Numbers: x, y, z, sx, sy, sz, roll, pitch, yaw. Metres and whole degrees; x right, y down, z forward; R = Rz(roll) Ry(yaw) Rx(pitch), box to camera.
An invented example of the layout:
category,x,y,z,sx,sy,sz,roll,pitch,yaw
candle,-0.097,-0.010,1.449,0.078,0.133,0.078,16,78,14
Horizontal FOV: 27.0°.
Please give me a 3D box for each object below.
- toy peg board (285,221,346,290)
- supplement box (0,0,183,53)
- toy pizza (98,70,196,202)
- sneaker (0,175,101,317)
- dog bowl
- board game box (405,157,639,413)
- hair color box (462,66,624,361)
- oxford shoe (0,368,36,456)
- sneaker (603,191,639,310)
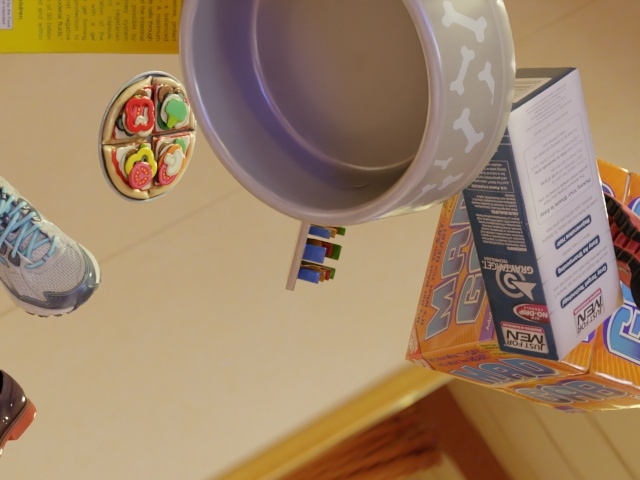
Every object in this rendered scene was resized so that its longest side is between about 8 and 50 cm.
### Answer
category,x,y,z,sx,sy,sz,roll,pitch,yaw
toy peg board,0.000,0.000,2.167,0.160,0.079,0.161,-100,-156,-84
supplement box,-0.305,-0.325,1.545,0.194,0.356,0.195,-139,-131,-65
toy pizza,-0.251,-0.153,1.998,0.032,0.201,0.201,15,-42,37
sneaker,-0.391,-0.008,1.660,0.283,0.110,0.122,34,-18,29
dog bowl,0.009,-0.171,1.285,0.349,0.102,0.349,15,-62,31
board game box,0.412,0.078,2.333,0.356,0.356,0.356,19,-16,-16
hair color box,0.285,-0.035,1.753,0.105,0.174,0.347,6,-60,45
oxford shoe,-0.534,0.302,2.022,0.098,0.097,0.271,65,26,-23
sneaker,0.475,0.038,1.840,0.136,0.116,0.314,23,18,-39
